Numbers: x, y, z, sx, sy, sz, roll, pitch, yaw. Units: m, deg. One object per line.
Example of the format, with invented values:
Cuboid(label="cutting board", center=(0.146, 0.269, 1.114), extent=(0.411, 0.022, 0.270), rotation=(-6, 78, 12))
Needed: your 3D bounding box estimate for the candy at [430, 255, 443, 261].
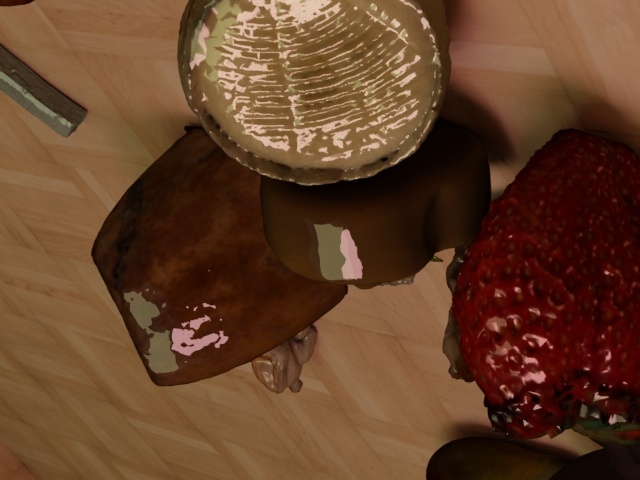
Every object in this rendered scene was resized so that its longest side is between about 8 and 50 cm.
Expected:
Cuboid(label="candy", center=(0.029, -0.051, 1.869), extent=(0.246, 0.069, 0.149), rotation=(38, -178, -17))

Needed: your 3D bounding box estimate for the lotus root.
Cuboid(label="lotus root", center=(-0.157, 0.030, 2.084), extent=(0.316, 0.250, 0.316), rotation=(52, 168, 15))

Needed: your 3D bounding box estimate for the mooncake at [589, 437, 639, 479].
Cuboid(label="mooncake", center=(0.384, 0.186, 1.789), extent=(0.283, 0.141, 0.283), rotation=(31, 157, 15))

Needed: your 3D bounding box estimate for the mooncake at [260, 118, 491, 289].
Cuboid(label="mooncake", center=(0.042, -0.044, 1.685), extent=(0.234, 0.235, 0.117), rotation=(16, 126, 37))

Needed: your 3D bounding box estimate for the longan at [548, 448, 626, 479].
Cuboid(label="longan", center=(0.382, 0.367, 2.011), extent=(0.300, 0.243, 0.300), rotation=(0, 164, 0))

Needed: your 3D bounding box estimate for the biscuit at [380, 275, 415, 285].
Cuboid(label="biscuit", center=(0.001, -0.002, 2.073), extent=(0.250, 0.032, 0.133), rotation=(6, 141, 50))

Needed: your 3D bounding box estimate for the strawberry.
Cuboid(label="strawberry", center=(0.243, 0.043, 1.572), extent=(0.238, 0.288, 0.250), rotation=(6, 180, -3))

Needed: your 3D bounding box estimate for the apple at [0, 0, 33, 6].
Cuboid(label="apple", center=(-0.327, -0.341, 1.652), extent=(0.211, 0.211, 0.188), rotation=(33, 150, 6))

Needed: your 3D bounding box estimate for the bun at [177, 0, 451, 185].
Cuboid(label="bun", center=(-0.005, -0.179, 1.565), extent=(0.259, 0.152, 0.259), rotation=(1, 128, 2))

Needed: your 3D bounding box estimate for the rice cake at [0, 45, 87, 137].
Cuboid(label="rice cake", center=(-0.411, -0.222, 2.193), extent=(0.245, 0.042, 0.045), rotation=(38, 145, -7))

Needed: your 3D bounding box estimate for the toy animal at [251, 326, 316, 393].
Cuboid(label="toy animal", center=(-0.104, 0.136, 2.381), extent=(0.185, 0.104, 0.184), rotation=(24, 153, 15))

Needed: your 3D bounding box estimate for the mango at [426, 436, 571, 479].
Cuboid(label="mango", center=(0.234, 0.323, 2.273), extent=(0.267, 0.111, 0.133), rotation=(-5, 123, 49))

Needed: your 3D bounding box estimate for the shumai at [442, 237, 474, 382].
Cuboid(label="shumai", center=(0.199, 0.067, 1.762), extent=(0.166, 0.175, 0.206), rotation=(38, 154, -7))
